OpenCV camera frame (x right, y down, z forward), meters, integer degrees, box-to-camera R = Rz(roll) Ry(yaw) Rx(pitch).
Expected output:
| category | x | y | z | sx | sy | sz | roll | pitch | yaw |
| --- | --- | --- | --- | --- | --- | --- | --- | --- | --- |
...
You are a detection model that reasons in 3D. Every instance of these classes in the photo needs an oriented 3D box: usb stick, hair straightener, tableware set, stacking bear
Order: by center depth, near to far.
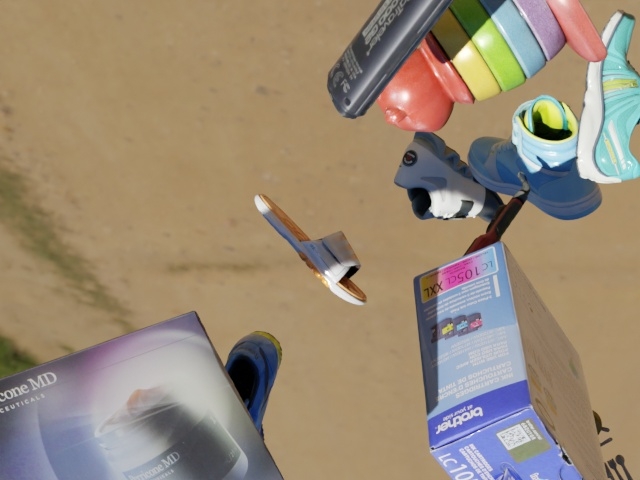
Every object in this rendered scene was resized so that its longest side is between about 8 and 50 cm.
| category | x | y | z | sx | sy | sz | roll | pitch | yaw |
| --- | --- | --- | --- | --- | --- | --- | --- | --- | --- |
| usb stick | 0.094 | -0.240 | 1.336 | 0.045 | 0.077 | 0.278 | 10 | 135 | -35 |
| stacking bear | 0.202 | -0.249 | 1.717 | 0.289 | 0.175 | 0.164 | -34 | 128 | 8 |
| tableware set | 0.401 | 0.323 | 1.960 | 0.104 | 0.154 | 0.024 | -34 | 162 | 18 |
| hair straightener | 0.268 | -0.011 | 2.064 | 0.047 | 0.230 | 0.089 | 31 | 167 | -1 |

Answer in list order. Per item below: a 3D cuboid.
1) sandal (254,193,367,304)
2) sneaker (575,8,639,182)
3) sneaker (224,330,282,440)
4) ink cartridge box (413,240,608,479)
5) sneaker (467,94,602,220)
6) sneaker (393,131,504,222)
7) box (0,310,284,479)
| category | x | y | z | sx | sy | sz | roll | pitch | yaw |
| --- | --- | --- | --- | --- | --- | --- | --- | --- | --- |
| sandal | -0.002 | 0.001 | 2.207 | 0.265 | 0.076 | 0.102 | 46 | -169 | 2 |
| sneaker | 0.458 | -0.218 | 1.975 | 0.110 | 0.275 | 0.107 | 6 | 169 | 14 |
| sneaker | -0.102 | 0.210 | 1.545 | 0.069 | 0.209 | 0.082 | 19 | -160 | 14 |
| ink cartridge box | 0.255 | 0.230 | 1.693 | 0.151 | 0.395 | 0.270 | -27 | 123 | 17 |
| sneaker | 0.362 | -0.179 | 2.278 | 0.319 | 0.127 | 0.208 | 29 | 145 | 50 |
| sneaker | 0.251 | -0.094 | 2.608 | 0.330 | 0.146 | 0.122 | 35 | 179 | -44 |
| box | -0.210 | 0.267 | 1.300 | 0.296 | 0.294 | 0.183 | -19 | 161 | -36 |
